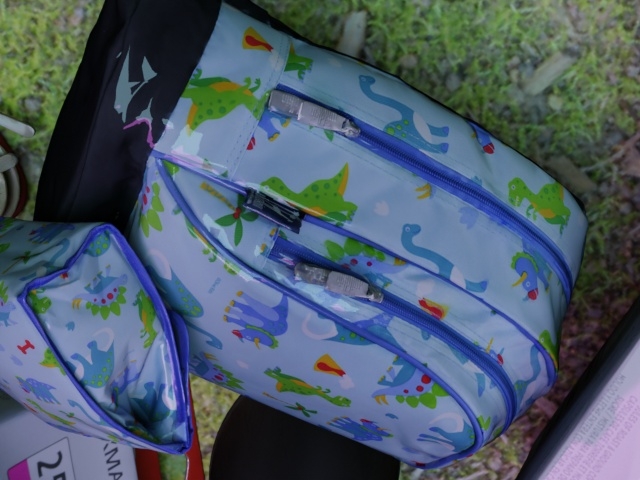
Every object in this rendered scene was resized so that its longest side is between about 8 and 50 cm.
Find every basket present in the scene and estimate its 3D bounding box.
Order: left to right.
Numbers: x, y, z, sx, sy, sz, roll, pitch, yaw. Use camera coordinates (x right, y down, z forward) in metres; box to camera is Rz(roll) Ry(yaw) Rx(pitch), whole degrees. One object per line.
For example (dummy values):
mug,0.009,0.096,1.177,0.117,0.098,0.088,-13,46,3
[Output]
basket,-0.016,0.222,0.976,0.154,0.227,0.204,12,107,-2

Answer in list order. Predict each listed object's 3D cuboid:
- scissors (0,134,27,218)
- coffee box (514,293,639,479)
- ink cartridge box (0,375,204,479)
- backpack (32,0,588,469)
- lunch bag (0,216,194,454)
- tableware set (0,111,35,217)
scissors,-0.331,-0.128,0.984,0.109,0.021,0.297,-28,104,13
coffee box,0.332,0.156,0.844,0.334,0.338,0.337,35,108,10
ink cartridge box,-0.149,0.212,0.977,0.060,0.239,0.275,8,113,38
backpack,0.000,0.000,0.888,0.356,0.290,0.273,13,64,-18
lunch bag,-0.151,0.064,0.809,0.129,0.096,0.151,3,127,48
tableware set,-0.317,-0.059,0.973,0.194,0.039,0.128,22,108,-5
